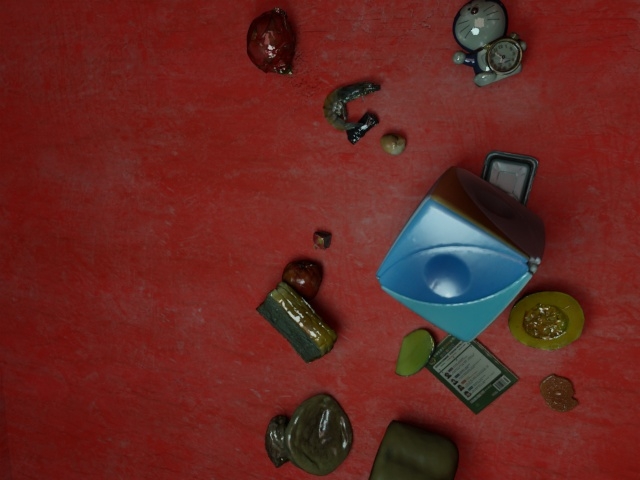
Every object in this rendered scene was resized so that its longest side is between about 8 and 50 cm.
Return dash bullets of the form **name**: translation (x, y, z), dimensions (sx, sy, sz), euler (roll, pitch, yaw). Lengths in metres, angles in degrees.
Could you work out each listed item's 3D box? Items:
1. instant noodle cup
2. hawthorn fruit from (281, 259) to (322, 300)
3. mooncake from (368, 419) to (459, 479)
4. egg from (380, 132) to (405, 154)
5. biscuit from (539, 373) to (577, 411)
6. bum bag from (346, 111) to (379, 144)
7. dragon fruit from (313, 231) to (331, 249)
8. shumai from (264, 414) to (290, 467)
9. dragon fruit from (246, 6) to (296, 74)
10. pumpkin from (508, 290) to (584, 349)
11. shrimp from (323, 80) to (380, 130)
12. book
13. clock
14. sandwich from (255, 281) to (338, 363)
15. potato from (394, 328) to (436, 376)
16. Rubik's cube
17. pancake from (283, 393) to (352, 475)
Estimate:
- **instant noodle cup**: translation (0.574, -0.179, 1.489), dimensions (0.157, 0.070, 0.179), euler (14, 106, 18)
- **hawthorn fruit**: translation (-0.067, 0.154, 1.743), dimensions (0.148, 0.148, 0.172), euler (11, 120, 17)
- **mooncake**: translation (0.287, 0.843, 1.593), dimensions (0.262, 0.467, 0.468), euler (17, 106, 19)
- **egg**: translation (0.236, -0.318, 1.578), dimensions (0.083, 0.071, 0.071), euler (29, 109, 27)
- **biscuit**: translation (0.778, 0.500, 1.575), dimensions (0.102, 0.019, 0.131), euler (-26, 92, 22)
- **bum bag**: translation (0.138, -0.380, 1.617), dimensions (0.124, 0.034, 0.058), euler (-41, 92, 22)
- **dragon fruit**: translation (0.000, 0.000, 1.716), dimensions (0.060, 0.083, 0.056), euler (17, 110, 18)
- **shumai**: translation (-0.109, 0.783, 1.849), dimensions (0.185, 0.184, 0.218), euler (12, 110, 19)
- **dragon fruit**: translation (-0.164, -0.656, 1.601), dimensions (0.172, 0.172, 0.210), euler (2, 109, 19)
- **pumpkin**: translation (0.699, 0.235, 1.515), dimensions (0.217, 0.110, 0.218), euler (3, 111, 9)
- **shrimp**: translation (0.107, -0.446, 1.598), dimensions (0.217, 0.051, 0.150), euler (-13, 85, 31)
- **book**: translation (0.508, 0.445, 1.655), dimensions (0.264, 0.027, 0.202), euler (42, 112, 6)
- **clock**: translation (0.479, -0.581, 1.403), dimensions (0.199, 0.146, 0.244), euler (-19, 98, 16)
- **sandwich**: translation (-0.086, 0.299, 1.724), dimensions (0.301, 0.271, 0.099), euler (46, 66, 5)
- **potato**: translation (0.335, 0.397, 1.685), dimensions (0.119, 0.054, 0.198), euler (34, 105, 37)
- **Rubik's cube**: translation (0.409, 0.031, 1.406), dimensions (0.352, 0.347, 0.352), euler (33, 124, 12)
- **pancake**: translation (-0.002, 0.732, 1.789), dimensions (0.049, 0.294, 0.295), euler (-12, 99, 61)
